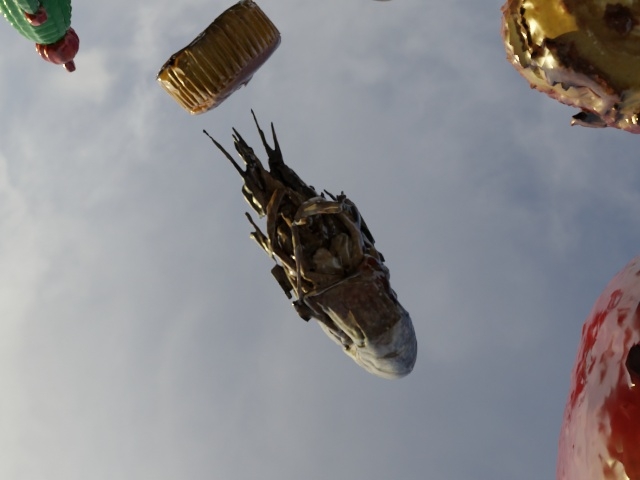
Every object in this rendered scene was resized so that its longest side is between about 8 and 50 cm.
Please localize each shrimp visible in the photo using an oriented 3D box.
[{"bbox_3d":[-0.004,0.003,0.881,0.116,0.145,0.343,-34,-92,6],"label":"shrimp"}]

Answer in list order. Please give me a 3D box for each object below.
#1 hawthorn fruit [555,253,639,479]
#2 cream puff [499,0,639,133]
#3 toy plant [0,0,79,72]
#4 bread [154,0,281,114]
[{"bbox_3d":[0.232,0.102,0.378,0.285,0.369,0.284,-21,-135,22],"label":"hawthorn fruit"},{"bbox_3d":[0.386,-0.301,1.012,0.351,0.228,0.350,2,-77,10],"label":"cream puff"},{"bbox_3d":[-0.343,-0.304,0.961,0.088,0.240,0.154,-23,-96,-6],"label":"toy plant"},{"bbox_3d":[-0.151,-0.277,1.263,0.199,0.104,0.199,-39,-168,10],"label":"bread"}]
